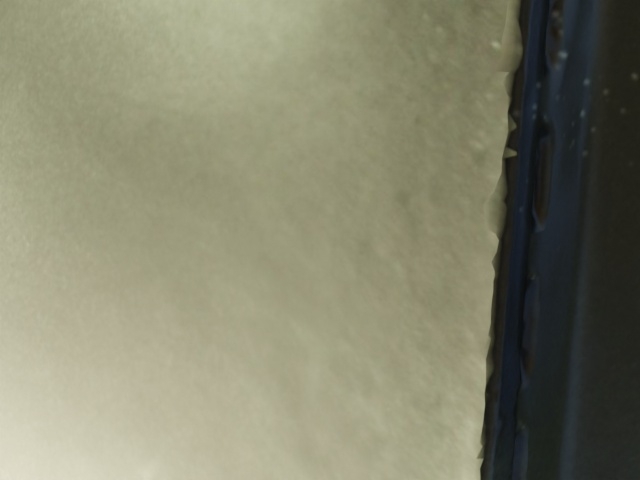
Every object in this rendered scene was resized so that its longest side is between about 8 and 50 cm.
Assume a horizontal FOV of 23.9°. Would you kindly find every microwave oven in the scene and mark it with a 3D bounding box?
[{"bbox_3d":[0.000,0.000,0.510,0.374,0.432,0.236,9,-173,38],"label":"microwave oven"}]
